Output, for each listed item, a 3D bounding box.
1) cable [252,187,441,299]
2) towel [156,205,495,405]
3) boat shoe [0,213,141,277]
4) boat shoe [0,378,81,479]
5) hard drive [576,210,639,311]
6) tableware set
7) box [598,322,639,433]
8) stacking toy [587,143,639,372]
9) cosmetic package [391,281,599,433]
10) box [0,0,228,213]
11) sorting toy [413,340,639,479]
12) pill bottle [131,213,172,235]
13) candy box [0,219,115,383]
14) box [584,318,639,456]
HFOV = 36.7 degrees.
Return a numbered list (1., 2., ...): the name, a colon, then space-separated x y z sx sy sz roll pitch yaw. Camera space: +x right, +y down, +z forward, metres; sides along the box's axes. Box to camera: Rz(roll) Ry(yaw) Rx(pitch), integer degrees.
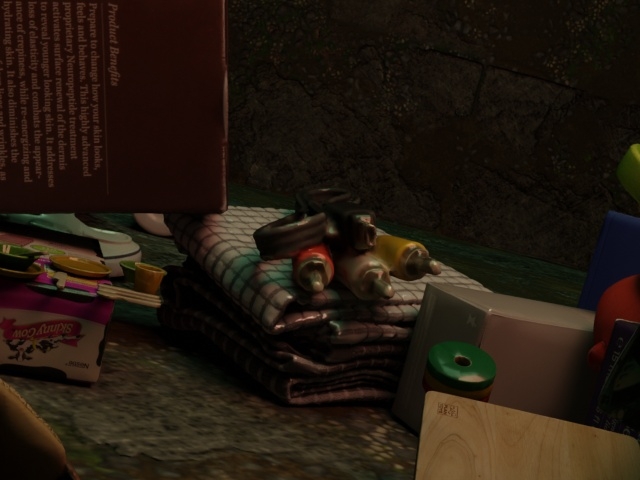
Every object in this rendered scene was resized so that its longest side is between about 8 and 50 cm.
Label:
1. cable: 0.000 0.000 0.862 0.139 0.072 0.287 -5 8 -11
2. towel: 0.006 0.065 0.916 0.284 0.121 0.235 3 20 -39
3. boat shoe: -0.306 -0.016 1.040 0.268 0.088 0.096 9 8 -40
4. boat shoe: -0.127 0.096 0.317 0.342 0.123 0.123 18 8 30
5. hard drive: 0.502 0.075 1.508 0.040 0.210 0.318 14 6 -10
6. tableware set: -0.187 0.013 0.706 0.154 0.024 0.104 13 6 -13
7. box: 0.302 0.096 0.410 0.322 0.058 0.232 29 27 23
8. stacking toy: 0.348 0.064 0.821 0.309 0.130 0.279 28 24 -15
9. cosmetic package: 0.193 0.120 0.827 0.238 0.127 0.107 14 7 -25
10. box: -0.272 -0.125 0.841 0.381 0.191 0.143 0 11 -6
11. sorting toy: 0.114 0.159 0.536 0.132 0.046 0.274 12 28 4
12. pill bottle: -0.243 -0.072 1.561 0.112 0.112 0.186 14 7 -5
13. candy box: -0.256 0.037 0.775 0.159 0.071 0.233 12 8 -17
14. box: 0.254 0.151 0.569 0.108 0.153 0.207 11 7 -19
